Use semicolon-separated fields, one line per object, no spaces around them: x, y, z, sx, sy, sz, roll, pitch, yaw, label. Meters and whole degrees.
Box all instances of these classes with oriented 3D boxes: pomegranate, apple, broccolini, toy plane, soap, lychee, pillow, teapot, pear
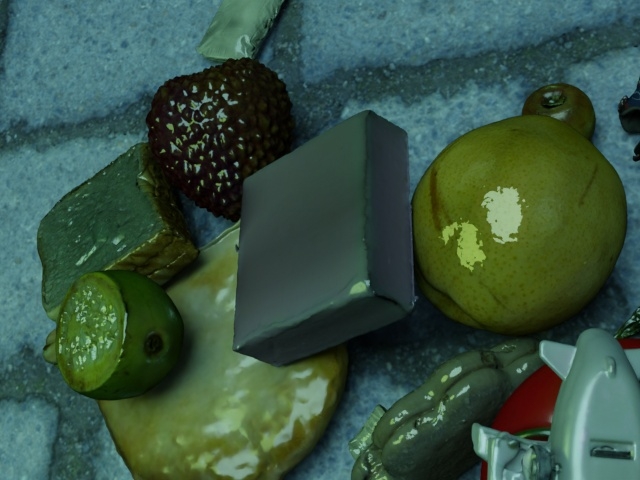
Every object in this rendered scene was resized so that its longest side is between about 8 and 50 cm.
-0.306;0.159;1.565;0.241;0.159;0.190;-43;56;23;pomegranate
0.365;-0.182;1.596;0.114;0.102;0.099;15;61;34;apple
0.397;0.155;1.476;0.218;0.042;0.044;-36;70;11;broccolini
0.296;0.223;1.107;0.267;0.122;0.266;1;69;-2;toy plane
0.000;0.000;1.475;0.285;0.107;0.296;-25;53;42;soap
-0.154;-0.162;1.718;0.271;0.271;0.271;-8;65;18;lychee
-0.132;-0.426;1.924;0.128;0.051;0.229;21;74;25;pillow
0.076;0.287;1.528;0.083;0.057;0.067;-47;22;1;teapot
0.268;-0.020;1.454;0.314;0.314;0.314;-8;65;18;pear

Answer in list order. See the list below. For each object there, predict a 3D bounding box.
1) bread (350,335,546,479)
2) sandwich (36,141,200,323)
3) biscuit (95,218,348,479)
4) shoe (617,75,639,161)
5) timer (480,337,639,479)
0.175;0.246;1.428;0.337;0.183;0.102;-39;53;4;bread
-0.354;-0.006;1.741;0.271;0.099;0.301;-33;39;5;sandwich
-0.154;0.192;1.628;0.429;0.104;0.446;-35;57;4;biscuit
0.517;-0.157;1.519;0.125;0.099;0.227;-33;54;-4;shoe
0.386;0.310;1.265;0.378;0.279;0.378;-7;64;16;timer
